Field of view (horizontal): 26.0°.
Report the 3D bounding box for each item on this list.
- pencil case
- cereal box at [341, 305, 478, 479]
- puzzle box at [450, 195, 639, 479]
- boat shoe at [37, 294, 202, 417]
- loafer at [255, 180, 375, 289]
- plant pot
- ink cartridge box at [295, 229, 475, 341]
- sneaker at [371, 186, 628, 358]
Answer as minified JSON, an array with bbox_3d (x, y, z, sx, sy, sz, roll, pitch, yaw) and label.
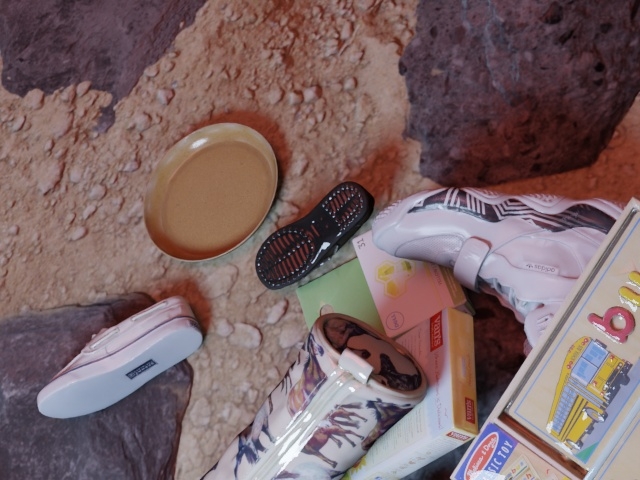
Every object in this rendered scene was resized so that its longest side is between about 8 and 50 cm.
[{"bbox_3d":[-0.039,0.268,1.731,0.160,0.183,0.410,40,114,3],"label":"pencil case"},{"bbox_3d":[0.105,0.210,1.763,0.240,0.047,0.173,-37,40,42],"label":"cereal box"},{"bbox_3d":[0.365,0.188,1.597,0.272,0.052,0.409,35,103,21],"label":"puzzle box"},{"bbox_3d":[-0.303,0.168,2.048,0.267,0.096,0.088,-32,51,9],"label":"boat shoe"},{"bbox_3d":[0.000,0.000,1.988,0.220,0.078,0.080,-36,70,26],"label":"loafer"},{"bbox_3d":[-0.165,-0.070,2.132,0.236,0.032,0.236,-11,62,22],"label":"plant pot"},{"bbox_3d":[0.079,0.075,1.919,0.235,0.056,0.171,-26,57,12],"label":"ink cartridge box"},{"bbox_3d":[0.238,0.053,1.764,0.365,0.137,0.210,3,67,11],"label":"sneaker"}]
